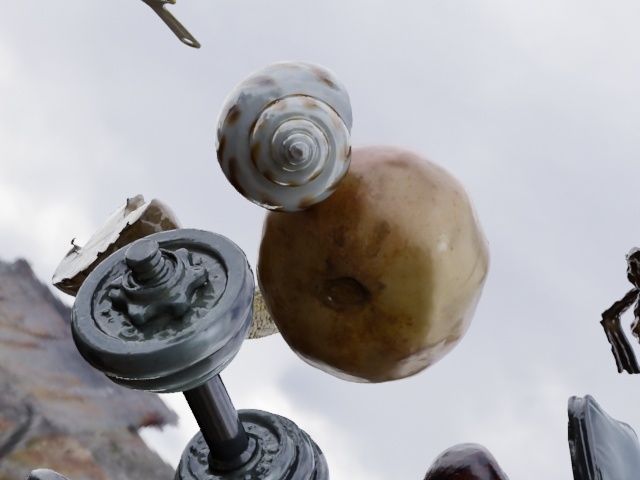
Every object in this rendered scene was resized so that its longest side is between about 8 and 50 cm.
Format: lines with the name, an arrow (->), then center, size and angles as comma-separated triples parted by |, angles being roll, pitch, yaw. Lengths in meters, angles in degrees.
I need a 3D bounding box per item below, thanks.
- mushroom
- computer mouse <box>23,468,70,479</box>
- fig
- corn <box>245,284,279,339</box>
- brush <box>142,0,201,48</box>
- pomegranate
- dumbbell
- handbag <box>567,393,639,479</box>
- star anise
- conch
mushroom -> -0.280, 0.040, 1.640 | 0.151, 0.156, 0.286 | 42, -39, -20
computer mouse -> -0.282, 0.374, 1.319 | 0.270, 0.086, 0.137 | 27, -42, 32
fig -> 0.220, 0.398, 1.757 | 0.148, 0.202, 0.149 | -168, -104, -67
corn -> -0.113, 0.146, 2.326 | 0.119, 0.322, 0.119 | 4, -81, 24
brush -> -0.182, -0.261, 1.273 | 0.083, 0.011, 0.205 | 17, -7, 19
pomegranate -> 0.078, 0.021, 1.526 | 0.338, 0.338, 0.338 | 33, -38, 30
dumbbell -> -0.110, 0.161, 1.103 | 0.179, 0.179, 0.406 | 22, -38, 40
handbag -> 0.443, 0.395, 1.649 | 0.075, 0.332, 0.192 | -27, -45, 29
star anise -> 0.531, 0.111, 1.754 | 0.148, 0.237, 0.346 | 12, -35, 8
conch -> -0.044, -0.125, 1.337 | 0.275, 0.149, 0.182 | 29, -69, 56
